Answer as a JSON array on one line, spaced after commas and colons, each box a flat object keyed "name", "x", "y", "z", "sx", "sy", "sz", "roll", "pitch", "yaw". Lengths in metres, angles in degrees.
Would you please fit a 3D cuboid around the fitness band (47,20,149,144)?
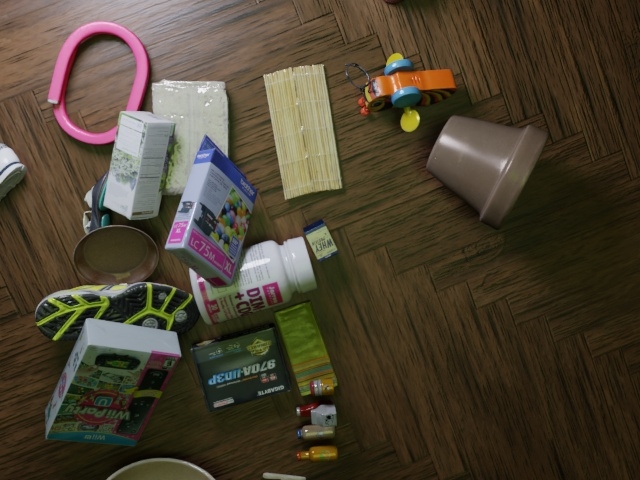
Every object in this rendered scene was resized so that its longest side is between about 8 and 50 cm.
[{"name": "fitness band", "x": -0.523, "y": -0.372, "z": 1.671, "sx": 0.209, "sy": 0.054, "sz": 0.291, "roll": 17, "pitch": 97, "yaw": -7}]

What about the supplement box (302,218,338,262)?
[{"name": "supplement box", "x": 0.000, "y": 0.000, "z": 1.749, "sx": 0.056, "sy": 0.083, "sz": 0.083, "roll": -26, "pitch": 100, "yaw": 0}]

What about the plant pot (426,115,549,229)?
[{"name": "plant pot", "x": 0.389, "y": -0.189, "z": 1.697, "sx": 0.229, "sy": 0.263, "sz": 0.263, "roll": 28, "pitch": 95, "yaw": 11}]

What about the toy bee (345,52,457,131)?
[{"name": "toy bee", "x": 0.167, "y": -0.367, "z": 1.700, "sx": 0.298, "sy": 0.162, "sz": 0.195, "roll": 18, "pitch": 64, "yaw": -19}]

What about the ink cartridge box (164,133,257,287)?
[{"name": "ink cartridge box", "x": -0.236, "y": -0.071, "z": 1.607, "sx": 0.065, "sy": 0.186, "sz": 0.311, "roll": -7, "pitch": 57, "yaw": 29}]

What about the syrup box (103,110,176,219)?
[{"name": "syrup box", "x": -0.425, "y": -0.176, "z": 1.651, "sx": 0.093, "sy": 0.096, "sz": 0.237, "roll": 24, "pitch": 109, "yaw": 28}]

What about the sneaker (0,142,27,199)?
[{"name": "sneaker", "x": -0.812, "y": -0.128, "z": 1.673, "sx": 0.235, "sy": 0.090, "sz": 0.095, "roll": -42, "pitch": 86, "yaw": -2}]

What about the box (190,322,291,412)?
[{"name": "box", "x": -0.201, "y": 0.322, "z": 1.791, "sx": 0.220, "sy": 0.051, "sz": 0.175, "roll": -14, "pitch": 98, "yaw": -3}]

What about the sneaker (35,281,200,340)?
[{"name": "sneaker", "x": -0.485, "y": 0.156, "z": 1.707, "sx": 0.384, "sy": 0.147, "sz": 0.145, "roll": 5, "pitch": 100, "yaw": -24}]

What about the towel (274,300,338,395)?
[{"name": "towel", "x": -0.036, "y": 0.280, "z": 1.815, "sx": 0.102, "sy": 0.021, "sz": 0.237, "roll": -19, "pitch": 98, "yaw": -3}]

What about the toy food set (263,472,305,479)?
[{"name": "toy food set", "x": -0.122, "y": 0.722, "z": 1.841, "sx": 0.128, "sy": 0.071, "sz": 0.218, "roll": 16, "pitch": 96, "yaw": -7}]

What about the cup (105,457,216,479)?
[{"name": "cup", "x": -0.401, "y": 0.743, "z": 1.723, "sx": 0.331, "sy": 0.331, "sz": 0.237, "roll": 9, "pitch": 122, "yaw": -6}]

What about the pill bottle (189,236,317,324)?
[{"name": "pill bottle", "x": -0.161, "y": 0.092, "z": 1.708, "sx": 0.283, "sy": 0.160, "sz": 0.160, "roll": -17, "pitch": 99, "yaw": -2}]

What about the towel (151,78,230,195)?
[{"name": "towel", "x": -0.314, "y": -0.247, "z": 1.709, "sx": 0.187, "sy": 0.049, "sz": 0.282, "roll": 1, "pitch": 98, "yaw": -4}]

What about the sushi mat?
[{"name": "sushi mat", "x": -0.041, "y": -0.269, "z": 1.742, "sx": 0.151, "sy": 0.019, "sz": 0.316, "roll": -10, "pitch": 98, "yaw": -2}]

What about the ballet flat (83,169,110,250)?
[{"name": "ballet flat", "x": -0.540, "y": -0.075, "z": 1.703, "sx": 0.074, "sy": 0.074, "sz": 0.203, "roll": 7, "pitch": 103, "yaw": -6}]

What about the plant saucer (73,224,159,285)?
[{"name": "plant saucer", "x": -0.493, "y": 0.033, "z": 1.700, "sx": 0.198, "sy": 0.036, "sz": 0.198, "roll": -10, "pitch": 131, "yaw": -11}]

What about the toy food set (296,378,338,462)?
[{"name": "toy food set", "x": -0.016, "y": 0.446, "z": 1.788, "sx": 0.104, "sy": 0.111, "sz": 0.232, "roll": -5, "pitch": 113, "yaw": -4}]

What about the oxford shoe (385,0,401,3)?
[{"name": "oxford shoe", "x": 0.253, "y": -0.724, "z": 1.650, "sx": 0.123, "sy": 0.130, "sz": 0.348, "roll": 26, "pitch": 95, "yaw": -8}]

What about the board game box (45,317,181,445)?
[{"name": "board game box", "x": -0.492, "y": 0.341, "z": 1.664, "sx": 0.224, "sy": 0.097, "sz": 0.303, "roll": 15, "pitch": 118, "yaw": -31}]
